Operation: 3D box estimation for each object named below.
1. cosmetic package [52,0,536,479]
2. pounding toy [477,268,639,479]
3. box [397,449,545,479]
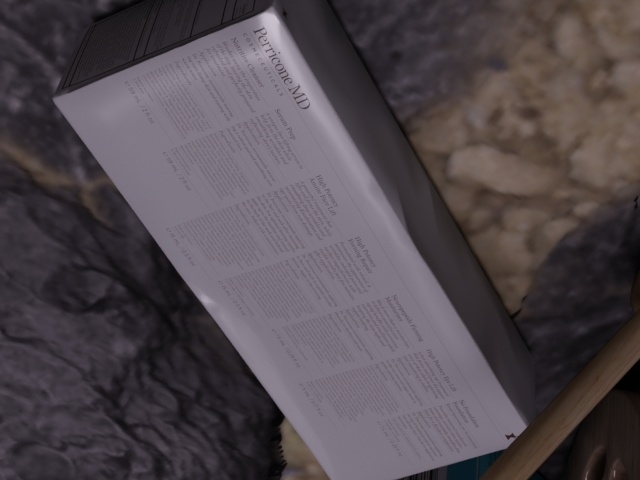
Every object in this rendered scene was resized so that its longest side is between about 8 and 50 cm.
[{"bbox_3d":[0.000,0.000,0.612,0.098,0.060,0.239,-17,125,23],"label":"cosmetic package"},{"bbox_3d":[0.123,0.137,0.631,0.154,0.270,0.154,11,167,-5],"label":"pounding toy"},{"bbox_3d":[0.116,0.202,0.760,0.100,0.060,0.244,-32,118,29],"label":"box"}]
